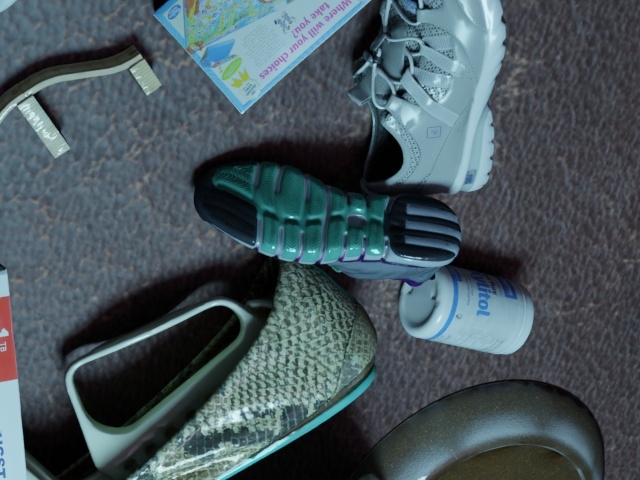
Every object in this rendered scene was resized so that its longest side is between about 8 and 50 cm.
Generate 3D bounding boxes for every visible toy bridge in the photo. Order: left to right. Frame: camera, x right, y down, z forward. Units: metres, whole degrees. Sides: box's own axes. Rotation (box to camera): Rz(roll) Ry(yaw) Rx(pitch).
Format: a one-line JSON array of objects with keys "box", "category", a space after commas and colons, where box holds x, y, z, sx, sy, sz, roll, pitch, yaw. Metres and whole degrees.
[{"box": [-0.217, -0.093, 1.465, 0.188, 0.026, 0.063, -34, 128, -2], "category": "toy bridge"}]

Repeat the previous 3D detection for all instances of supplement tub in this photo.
[{"box": [0.131, 0.061, 1.719, 0.107, 0.071, 0.071, 12, 115, -33], "category": "supplement tub"}]

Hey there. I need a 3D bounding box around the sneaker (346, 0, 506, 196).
[{"box": [0.078, -0.141, 1.530, 0.115, 0.105, 0.281, -18, 128, -16], "category": "sneaker"}]

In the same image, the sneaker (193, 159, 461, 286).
[{"box": [0.000, 0.000, 1.590, 0.224, 0.083, 0.098, 13, 152, -5], "category": "sneaker"}]

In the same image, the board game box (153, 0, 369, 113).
[{"box": [-0.037, -0.186, 1.459, 0.154, 0.026, 0.103, -41, 98, 4], "category": "board game box"}]

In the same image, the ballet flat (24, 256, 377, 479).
[{"box": [-0.172, 0.184, 1.617, 0.483, 0.164, 0.182, -42, 109, -3], "category": "ballet flat"}]

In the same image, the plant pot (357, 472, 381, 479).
[{"box": [-0.065, 0.402, 1.700, 0.305, 0.334, 0.334, -13, 130, 8], "category": "plant pot"}]

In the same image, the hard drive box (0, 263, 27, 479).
[{"box": [-0.354, 0.115, 1.461, 0.232, 0.089, 0.181, -10, 104, -22], "category": "hard drive box"}]

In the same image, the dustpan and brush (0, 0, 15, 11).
[{"box": [-0.212, -0.213, 1.300, 0.060, 0.211, 0.147, -54, 135, -25], "category": "dustpan and brush"}]

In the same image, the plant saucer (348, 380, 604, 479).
[{"box": [0.156, 0.279, 1.897, 0.311, 0.050, 0.310, -13, 126, -18], "category": "plant saucer"}]
